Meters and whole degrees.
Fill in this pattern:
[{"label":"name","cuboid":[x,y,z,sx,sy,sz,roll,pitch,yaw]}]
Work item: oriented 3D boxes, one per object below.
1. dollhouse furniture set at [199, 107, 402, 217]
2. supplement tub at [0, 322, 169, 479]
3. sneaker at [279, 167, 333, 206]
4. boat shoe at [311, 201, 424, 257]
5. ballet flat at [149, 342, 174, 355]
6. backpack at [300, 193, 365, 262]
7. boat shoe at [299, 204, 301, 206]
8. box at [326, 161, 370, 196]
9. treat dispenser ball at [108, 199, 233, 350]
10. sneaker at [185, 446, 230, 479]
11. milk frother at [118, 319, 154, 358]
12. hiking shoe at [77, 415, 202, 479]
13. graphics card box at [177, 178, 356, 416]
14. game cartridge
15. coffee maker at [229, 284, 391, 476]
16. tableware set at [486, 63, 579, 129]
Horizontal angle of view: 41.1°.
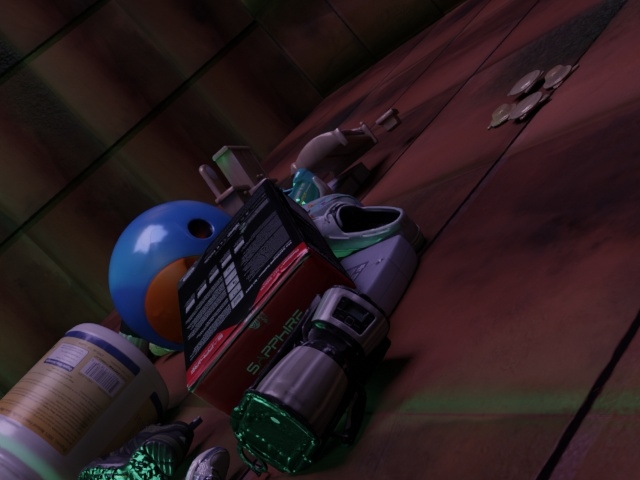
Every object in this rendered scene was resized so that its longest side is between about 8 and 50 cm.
[{"label":"dollhouse furniture set","cuboid":[-0.046,-0.216,1.822,0.355,0.174,0.303,-38,-8,22]},{"label":"supplement tub","cuboid":[-0.434,0.322,1.445,0.228,0.228,0.316,-27,19,52]},{"label":"sneaker","cuboid":[-0.080,-0.055,1.701,0.275,0.110,0.107,-35,10,40]},{"label":"boat shoe","cuboid":[0.049,-0.024,1.287,0.227,0.081,0.079,3,48,41]},{"label":"ballet flat","cuboid":[-0.300,0.194,1.873,0.206,0.073,0.067,-43,25,13]},{"label":"backpack","cuboid":[0.000,0.000,1.444,0.182,0.152,0.115,-34,13,-24]},{"label":"boat shoe","cuboid":[-0.072,0.039,1.516,0.083,0.076,0.226,-12,49,54]},{"label":"box","cuboid":[0.017,-0.084,1.894,0.145,0.038,0.186,-30,16,49]},{"label":"treat dispenser ball","cuboid":[-0.259,0.066,1.636,0.288,0.288,0.288,-40,12,10]},{"label":"sneaker","cuboid":[-0.133,0.302,1.003,0.058,0.052,0.135,-19,31,39]},{"label":"milk frother","cuboid":[-0.400,0.238,1.991,0.143,0.129,0.135,20,98,46]},{"label":"hiking shoe","cuboid":[-0.266,0.332,1.275,0.227,0.086,0.114,-28,4,33]},{"label":"graphics card box","cuboid":[-0.093,0.064,1.195,0.233,0.094,0.371,-50,21,5]},{"label":"game cartridge","cuboid":[0.013,0.117,1.158,0.294,0.060,0.196,-51,11,-34]},{"label":"coffee maker","cuboid":[-0.016,0.154,0.950,0.171,0.120,0.178,-29,17,51]},{"label":"tableware set","cuboid":[0.347,-0.242,1.428,0.141,0.020,0.168,-47,13,-11]}]
